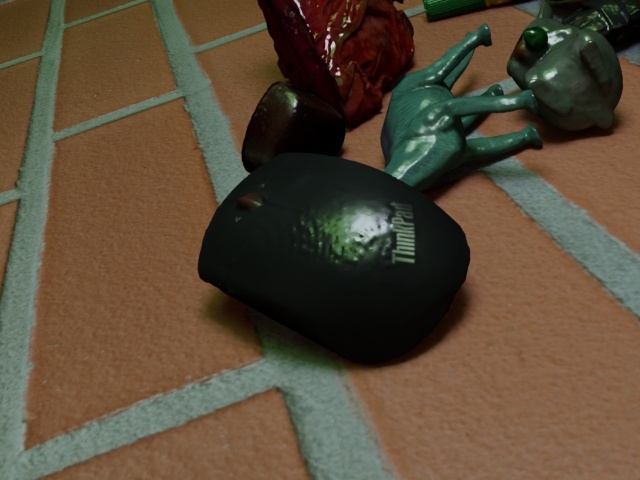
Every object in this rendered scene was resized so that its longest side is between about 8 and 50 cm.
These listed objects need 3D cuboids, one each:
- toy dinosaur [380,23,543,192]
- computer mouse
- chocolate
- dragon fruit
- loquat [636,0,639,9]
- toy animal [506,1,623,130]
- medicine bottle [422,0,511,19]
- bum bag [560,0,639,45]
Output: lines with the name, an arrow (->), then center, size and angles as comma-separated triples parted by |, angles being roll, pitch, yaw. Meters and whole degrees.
toy dinosaur -> 0.079, -0.125, 0.948 | 0.330, 0.129, 0.383 | -23, 30, 8
computer mouse -> 0.000, 0.000, 0.730 | 0.269, 0.100, 0.170 | 20, 63, 39
chocolate -> -0.022, -0.138, 0.994 | 0.148, 0.125, 0.080 | -32, 51, -29
dragon fruit -> 0.025, -0.283, 1.180 | 0.302, 0.240, 0.330 | 2, 49, -21
loquat -> 0.496, -0.334, 0.935 | 0.243, 0.244, 0.244 | -12, 32, 8
toy animal -> 0.285, -0.215, 0.959 | 0.108, 0.138, 0.236 | -38, 18, 15
medicine bottle -> 0.304, -0.435, 1.330 | 0.260, 0.064, 0.095 | -13, 7, 14
bum bag -> 0.390, -0.301, 1.080 | 0.248, 0.069, 0.102 | -26, 48, -11
